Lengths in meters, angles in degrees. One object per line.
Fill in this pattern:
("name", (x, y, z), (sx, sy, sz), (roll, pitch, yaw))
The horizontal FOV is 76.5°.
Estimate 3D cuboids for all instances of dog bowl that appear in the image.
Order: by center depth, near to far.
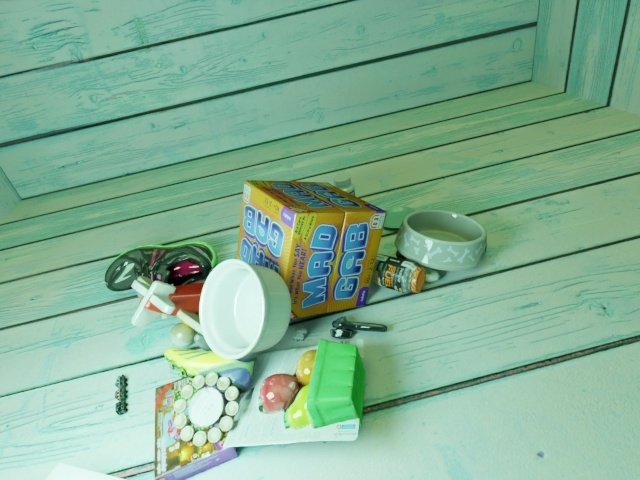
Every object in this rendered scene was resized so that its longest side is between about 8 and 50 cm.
("dog bowl", (0.462, -0.016, 1.545), (0.348, 0.102, 0.349), (3, 27, -2))

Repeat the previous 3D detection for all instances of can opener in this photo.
("can opener", (0.125, 0.284, 1.331), (0.186, 0.073, 0.059), (-2, -5, 10))

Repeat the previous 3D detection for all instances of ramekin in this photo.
("ramekin", (-0.214, 0.197, 1.183), (0.277, 0.277, 0.135), (19, 6, 39))

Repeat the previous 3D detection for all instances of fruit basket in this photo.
("fruit basket", (-0.053, 0.415, 1.109), (0.352, 0.166, 0.327), (-18, 25, 18))

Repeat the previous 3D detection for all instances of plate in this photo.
("plate", (0.354, -0.100, 1.853), (0.188, 0.024, 0.188), (-8, 34, 5))

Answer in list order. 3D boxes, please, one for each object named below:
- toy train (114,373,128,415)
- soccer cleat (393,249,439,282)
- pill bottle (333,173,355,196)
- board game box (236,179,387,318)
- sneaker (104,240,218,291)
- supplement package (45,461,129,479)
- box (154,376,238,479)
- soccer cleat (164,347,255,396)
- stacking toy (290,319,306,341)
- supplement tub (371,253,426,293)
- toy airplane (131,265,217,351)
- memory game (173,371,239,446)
("toy train", (-0.632, 0.487, 1.287), (0.036, 0.027, 0.158), (-30, 36, -7))
("soccer cleat", (0.350, 0.095, 1.508), (0.068, 0.076, 0.196), (-34, 39, -30))
("pill bottle", (0.117, -0.227, 1.978), (0.107, 0.180, 0.108), (-8, 33, 5))
("board game box", (-0.049, 0.012, 1.411), (0.356, 0.357, 0.356), (-4, 24, -35))
("sneaker", (-0.682, 0.122, 1.712), (0.482, 0.185, 0.202), (-14, 29, -1))
("supplement package", (-0.527, 0.628, 0.933), (0.244, 0.139, 0.134), (1, 37, 19))
("box", (-0.357, 0.503, 1.140), (0.200, 0.057, 0.293), (-18, 33, -12))
("soccer cleat", (-0.325, 0.363, 1.198), (0.289, 0.093, 0.121), (13, 50, 19))
("stacking toy", (-0.157, 0.256, 1.381), (0.221, 0.052, 0.167), (11, 28, -18))
("supplement tub", (0.272, 0.121, 1.460), (0.190, 0.117, 0.117), (13, 40, 34))
("toy airplane", (-0.461, 0.247, 1.373), (0.384, 0.273, 0.386), (16, 14, -15))
("memory game", (-0.304, 0.445, 1.080), (0.186, 0.012, 0.186), (-5, 60, 8))
